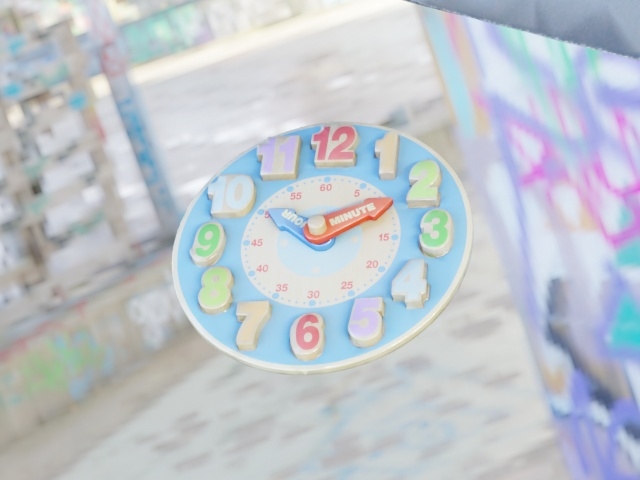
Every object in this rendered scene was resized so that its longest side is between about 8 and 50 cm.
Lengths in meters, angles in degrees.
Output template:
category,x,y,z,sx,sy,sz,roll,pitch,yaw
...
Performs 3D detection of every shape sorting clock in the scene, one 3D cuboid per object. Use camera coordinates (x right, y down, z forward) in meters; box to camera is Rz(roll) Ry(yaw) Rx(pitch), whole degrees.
category,x,y,z,sx,sy,sz,roll,pitch,yaw
shape sorting clock,0.000,0.000,1.299,0.206,0.040,0.206,-8,49,9

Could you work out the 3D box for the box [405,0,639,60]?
category,x,y,z,sx,sy,sz,roll,pitch,yaw
box,0.177,-0.273,0.996,0.212,0.294,0.395,17,19,18
